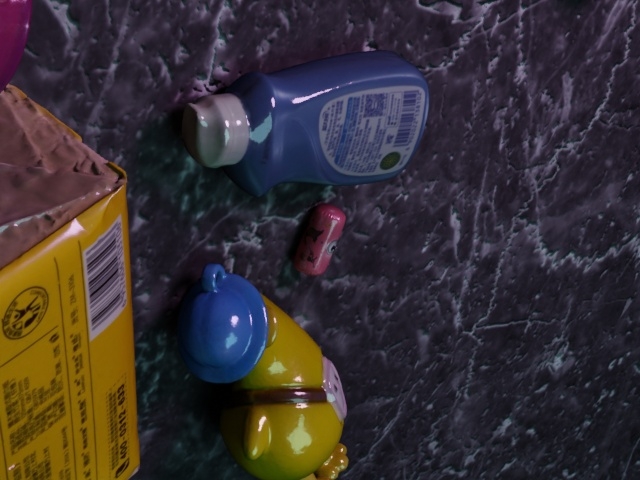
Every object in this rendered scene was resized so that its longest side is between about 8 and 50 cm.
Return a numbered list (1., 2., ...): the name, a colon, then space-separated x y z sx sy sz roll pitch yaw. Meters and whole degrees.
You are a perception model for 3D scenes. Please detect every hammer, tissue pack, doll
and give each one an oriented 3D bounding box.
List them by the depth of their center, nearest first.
1. tissue pack: -0.316 0.100 1.424 0.293 0.228 0.382 -39 147 -35
2. hammer: 0.000 0.000 1.865 0.043 0.043 0.083 5 113 -48
3. doll: -0.059 0.156 1.868 0.199 0.145 0.363 -75 150 -43

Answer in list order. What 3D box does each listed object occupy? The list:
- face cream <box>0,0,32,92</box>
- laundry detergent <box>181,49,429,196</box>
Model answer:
1. face cream: -0.343 -0.185 1.260 0.195 0.175 0.175 0 118 -45
2. laundry detergent: -0.024 -0.119 1.718 0.289 0.094 0.143 -8 130 -39
